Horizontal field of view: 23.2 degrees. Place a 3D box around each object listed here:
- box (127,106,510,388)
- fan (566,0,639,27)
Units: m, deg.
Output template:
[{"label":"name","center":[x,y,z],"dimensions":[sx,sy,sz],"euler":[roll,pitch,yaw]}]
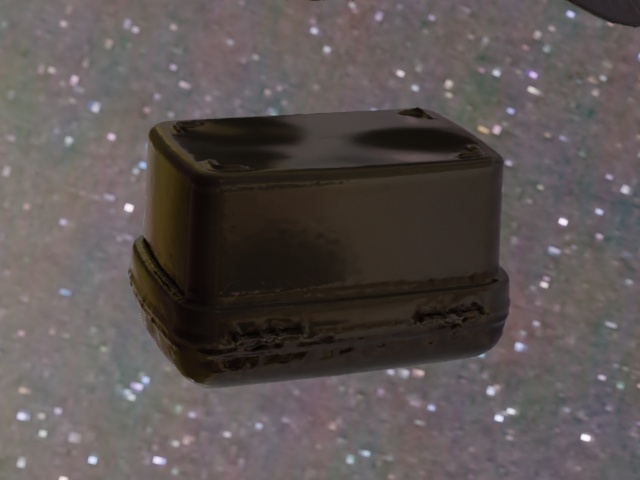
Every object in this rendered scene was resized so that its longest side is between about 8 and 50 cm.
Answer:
[{"label":"box","center":[0.000,0.000,0.902],"dimensions":[0.148,0.210,0.129],"euler":[-136,-134,-60]},{"label":"fan","center":[0.195,-0.257,1.250],"dimensions":[0.223,0.294,0.012],"euler":[47,-54,12]}]
